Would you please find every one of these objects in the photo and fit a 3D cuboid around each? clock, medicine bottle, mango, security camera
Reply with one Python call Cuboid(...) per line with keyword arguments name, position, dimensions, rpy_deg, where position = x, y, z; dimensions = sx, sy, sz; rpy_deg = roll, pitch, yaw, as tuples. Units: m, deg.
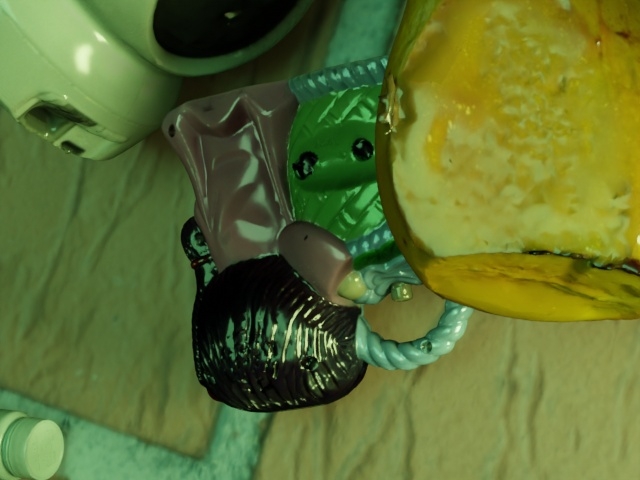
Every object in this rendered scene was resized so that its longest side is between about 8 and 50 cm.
Cuboid(name="clock", position=(0.000, 0.000, 1.021), dimensions=(0.194, 0.100, 0.196), rpy_deg=(-9, 83, 28))
Cuboid(name="medicine bottle", position=(-0.215, 0.135, 1.143), dimensions=(0.083, 0.047, 0.047), rpy_deg=(2, 81, 29))
Cuboid(name="mango", position=(0.127, -0.088, 0.931), dimensions=(0.187, 0.138, 0.257), rpy_deg=(9, 70, 1))
Cuboid(name="security camera", position=(-0.105, -0.186, 1.068), dimensions=(0.236, 0.194, 0.195), rpy_deg=(-37, 64, 16))
